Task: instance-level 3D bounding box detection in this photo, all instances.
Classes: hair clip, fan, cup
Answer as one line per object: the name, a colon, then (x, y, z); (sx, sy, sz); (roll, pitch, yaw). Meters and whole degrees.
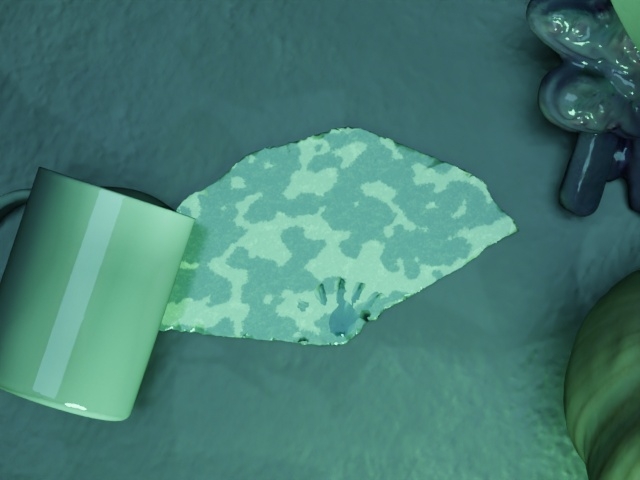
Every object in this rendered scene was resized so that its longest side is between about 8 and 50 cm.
hair clip: (0.181, -0.153, 1.025); (0.137, 0.090, 0.278); (0, 90, -22)
fan: (0.000, 0.000, 1.071); (0.240, 0.009, 0.131); (-14, 87, 1)
cup: (-0.149, 0.028, 1.043); (0.099, 0.136, 0.133); (18, 89, -32)

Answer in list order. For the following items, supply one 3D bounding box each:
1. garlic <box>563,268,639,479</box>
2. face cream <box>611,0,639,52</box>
garlic: (0.291, 0.096, 0.928); (0.322, 0.322, 0.241); (-41, 114, 0)
face cream: (0.281, -0.173, 0.908); (0.179, 0.218, 0.218); (-36, 88, -22)
